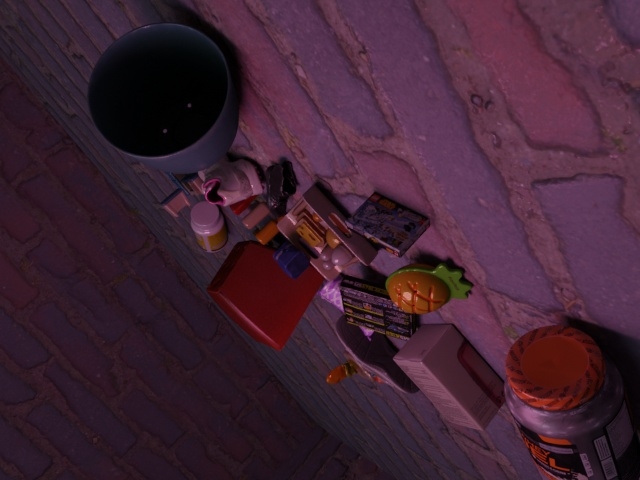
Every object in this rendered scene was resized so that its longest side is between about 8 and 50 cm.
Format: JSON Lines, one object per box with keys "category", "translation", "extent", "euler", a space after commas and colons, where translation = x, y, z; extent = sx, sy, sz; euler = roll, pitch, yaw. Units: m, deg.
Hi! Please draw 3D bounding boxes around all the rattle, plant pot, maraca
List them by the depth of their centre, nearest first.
{"category": "maraca", "translation": [0.222, 0.097, 1.184], "extent": [0.186, 0.099, 0.127], "euler": [-17, 128, 39]}
{"category": "plant pot", "translation": [-0.309, -0.277, 1.237], "extent": [0.293, 0.293, 0.235], "euler": [40, 175, 13]}
{"category": "plant pot", "translation": [-0.180, 0.137, 1.689], "extent": [0.236, 0.267, 0.267], "euler": [37, 165, -17]}
{"category": "rattle", "translation": [0.131, 0.492, 2.049], "extent": [0.200, 0.143, 0.130], "euler": [33, 139, 44]}

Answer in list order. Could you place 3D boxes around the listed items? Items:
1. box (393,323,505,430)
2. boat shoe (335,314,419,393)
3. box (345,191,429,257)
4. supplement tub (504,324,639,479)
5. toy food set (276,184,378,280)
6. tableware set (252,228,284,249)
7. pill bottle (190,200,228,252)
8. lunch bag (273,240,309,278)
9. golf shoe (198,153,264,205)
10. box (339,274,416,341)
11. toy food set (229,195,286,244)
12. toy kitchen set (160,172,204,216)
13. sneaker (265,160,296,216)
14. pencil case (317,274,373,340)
{"category": "box", "translation": [0.318, 0.328, 1.385], "extent": [0.232, 0.127, 0.148], "euler": [48, 160, -8]}
{"category": "boat shoe", "translation": [0.169, 0.351, 1.738], "extent": [0.320, 0.118, 0.103], "euler": [38, 155, -1]}
{"category": "box", "translation": [0.130, -0.033, 1.108], "extent": [0.137, 0.094, 0.027], "euler": [31, 156, 34]}
{"category": "supplement tub", "translation": [0.446, 0.308, 1.010], "extent": [0.193, 0.193, 0.316], "euler": [18, 146, 51]}
{"category": "toy food set", "translation": [0.000, 0.000, 1.417], "extent": [0.220, 0.092, 0.306], "euler": [46, 160, -3]}
{"category": "tableware set", "translation": [-0.165, -0.001, 1.832], "extent": [0.154, 0.024, 0.104], "euler": [25, 151, 44]}
{"category": "pill bottle", "translation": [-0.403, -0.050, 2.056], "extent": [0.119, 0.119, 0.208], "euler": [39, 159, 15]}
{"category": "lunch bag", "translation": [-0.083, 0.049, 1.528], "extent": [0.065, 0.067, 0.098], "euler": [37, 166, 34]}
{"category": "golf shoe", "translation": [-0.284, -0.167, 1.564], "extent": [0.306, 0.140, 0.115], "euler": [18, 137, 52]}
{"category": "box", "translation": [0.149, 0.175, 1.449], "extent": [0.191, 0.045, 0.184], "euler": [14, 148, 21]}
{"category": "toy food set", "translation": [-0.192, -0.103, 1.635], "extent": [0.111, 0.104, 0.232], "euler": [47, -178, -45]}
{"category": "toy kitchen set", "translation": [-0.500, -0.174, 1.935], "extent": [0.122, 0.166, 0.207], "euler": [53, 158, -21]}
{"category": "sneaker", "translation": [-0.094, -0.121, 1.399], "extent": [0.089, 0.051, 0.170], "euler": [32, 138, 45]}
{"category": "pencil case", "translation": [0.089, 0.180, 1.599], "extent": [0.206, 0.088, 0.086], "euler": [39, 161, 15]}
